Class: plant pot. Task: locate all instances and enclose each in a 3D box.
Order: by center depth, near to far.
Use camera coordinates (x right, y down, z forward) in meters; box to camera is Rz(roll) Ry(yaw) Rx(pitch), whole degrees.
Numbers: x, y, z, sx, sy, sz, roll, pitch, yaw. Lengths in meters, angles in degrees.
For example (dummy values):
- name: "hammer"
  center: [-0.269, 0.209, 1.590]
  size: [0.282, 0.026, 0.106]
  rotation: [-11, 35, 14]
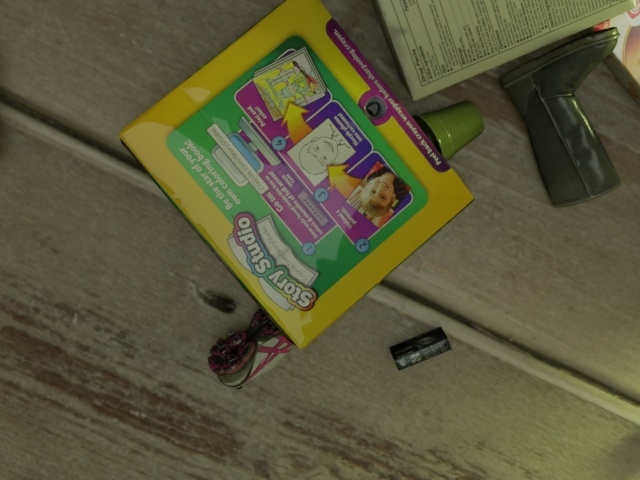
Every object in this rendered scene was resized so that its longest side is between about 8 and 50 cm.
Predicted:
- name: "plant pot"
  center: [0.181, -0.155, 1.190]
  size: [0.079, 0.083, 0.083]
  rotation: [-29, 99, -8]

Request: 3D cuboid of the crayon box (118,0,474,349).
- name: "crayon box"
  center: [-0.030, -0.093, 1.148]
  size: [0.313, 0.106, 0.363]
  rotation: [-40, 97, -6]

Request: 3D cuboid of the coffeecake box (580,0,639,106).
- name: "coffeecake box"
  center: [0.474, -0.267, 1.177]
  size: [0.142, 0.068, 0.185]
  rotation: [-42, 97, 6]

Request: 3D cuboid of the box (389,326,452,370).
- name: "box"
  center: [0.144, 0.156, 1.239]
  size: [0.083, 0.067, 0.018]
  rotation: [-23, 99, 3]

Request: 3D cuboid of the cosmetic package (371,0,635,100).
- name: "cosmetic package"
  center: [0.229, -0.323, 1.117]
  size: [0.309, 0.113, 0.160]
  rotation: [-21, 116, 5]

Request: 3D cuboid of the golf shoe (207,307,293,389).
- name: "golf shoe"
  center: [-0.072, 0.142, 1.243]
  size: [0.186, 0.067, 0.086]
  rotation: [-35, 139, -6]

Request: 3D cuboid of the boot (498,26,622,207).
- name: "boot"
  center: [0.354, -0.162, 1.162]
  size: [0.189, 0.076, 0.209]
  rotation: [-23, 93, 46]
